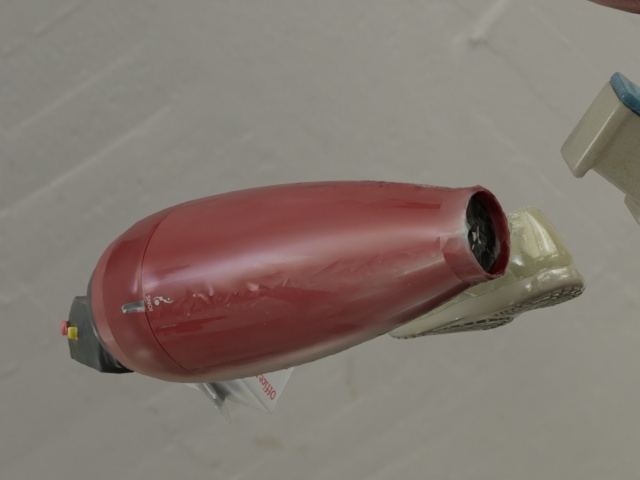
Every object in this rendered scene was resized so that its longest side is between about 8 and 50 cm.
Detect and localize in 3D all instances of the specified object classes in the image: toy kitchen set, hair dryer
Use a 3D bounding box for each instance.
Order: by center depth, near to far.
[{"bbox_3d":[0.000,0.000,0.802,0.223,0.293,0.080,-21,-83,-16],"label":"hair dryer"},{"bbox_3d":[0.247,-0.081,1.200,0.166,0.207,0.122,35,-74,-15],"label":"toy kitchen set"}]

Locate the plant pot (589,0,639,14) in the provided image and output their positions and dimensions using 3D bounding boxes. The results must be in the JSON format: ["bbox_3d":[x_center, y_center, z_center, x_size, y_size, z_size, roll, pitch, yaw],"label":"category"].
[{"bbox_3d":[0.181,-0.236,0.681,0.267,0.236,0.267,-35,-63,5],"label":"plant pot"}]

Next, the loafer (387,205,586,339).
[{"bbox_3d":[0.142,0.031,1.604,0.102,0.092,0.268,-4,-9,-32],"label":"loafer"}]

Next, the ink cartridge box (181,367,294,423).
[{"bbox_3d":[-0.066,0.058,1.355,0.143,0.090,0.092,-62,-31,-20],"label":"ink cartridge box"}]
